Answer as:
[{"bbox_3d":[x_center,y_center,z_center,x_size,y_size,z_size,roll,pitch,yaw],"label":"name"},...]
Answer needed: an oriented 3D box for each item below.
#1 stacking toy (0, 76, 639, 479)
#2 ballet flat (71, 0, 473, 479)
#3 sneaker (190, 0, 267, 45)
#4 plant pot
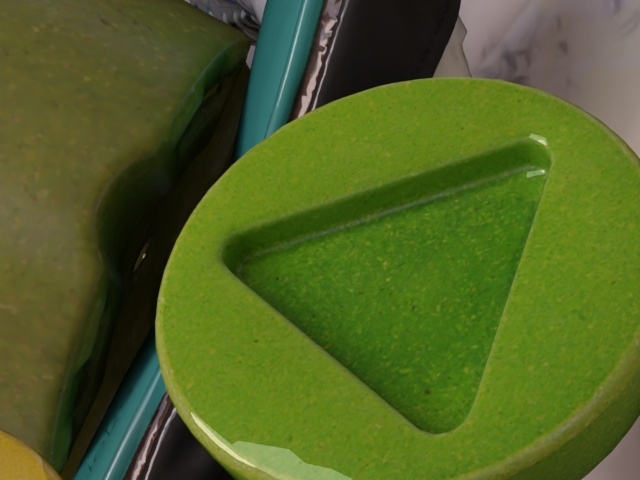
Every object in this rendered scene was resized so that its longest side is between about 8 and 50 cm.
[{"bbox_3d":[0.024,0.121,0.395,0.279,0.130,0.309,-42,51,-16],"label":"stacking toy"},{"bbox_3d":[0.000,0.000,0.528,0.095,0.096,0.280,-133,64,-75],"label":"ballet flat"},{"bbox_3d":[-0.017,-0.099,0.662,0.083,0.071,0.190,-54,25,23],"label":"sneaker"},{"bbox_3d":[-0.169,-0.034,0.597,0.276,0.254,0.276,22,-90,-83],"label":"plant pot"}]
